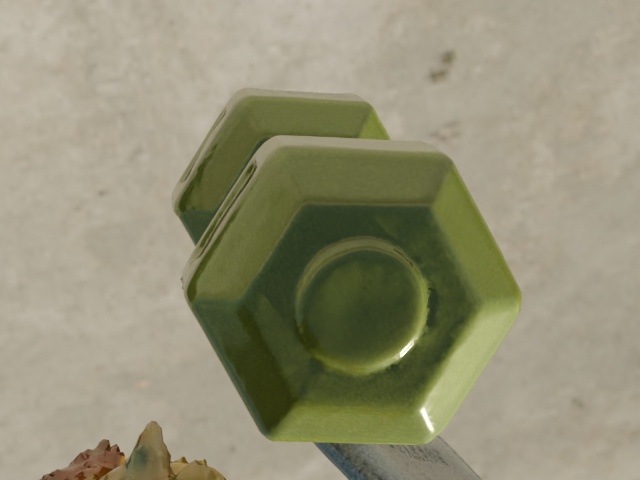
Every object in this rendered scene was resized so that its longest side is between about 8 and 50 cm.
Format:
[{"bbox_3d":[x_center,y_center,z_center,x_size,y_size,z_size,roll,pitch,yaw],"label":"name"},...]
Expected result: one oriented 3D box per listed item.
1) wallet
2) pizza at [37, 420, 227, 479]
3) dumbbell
[{"bbox_3d":[0.078,0.171,1.214,0.036,0.167,0.222,-48,156,6],"label":"wallet"},{"bbox_3d":[-0.052,0.164,0.568,0.289,0.229,0.081,14,-166,39],"label":"pizza"},{"bbox_3d":[0.000,0.000,0.779,0.108,0.121,0.302,31,-176,-9],"label":"dumbbell"}]
